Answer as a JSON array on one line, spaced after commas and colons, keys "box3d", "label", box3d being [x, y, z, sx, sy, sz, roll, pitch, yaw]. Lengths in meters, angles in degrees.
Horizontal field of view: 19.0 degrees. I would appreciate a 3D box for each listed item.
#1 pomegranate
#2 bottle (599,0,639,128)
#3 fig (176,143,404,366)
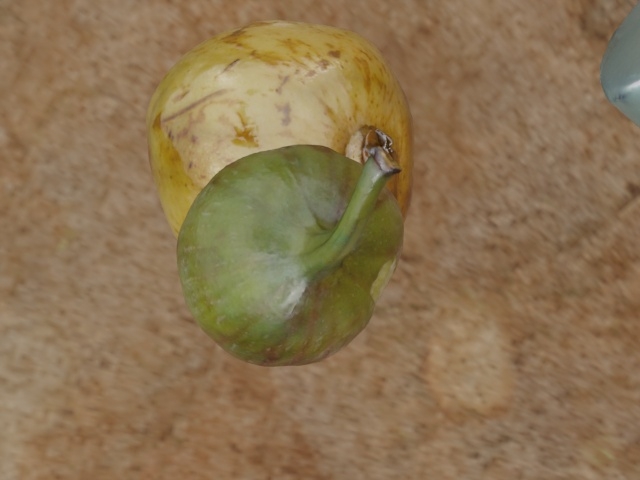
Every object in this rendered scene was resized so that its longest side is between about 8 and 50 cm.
[{"box3d": [-0.020, -0.066, 1.456, 0.215, 0.215, 0.215, -4, 78, 18], "label": "pomegranate"}, {"box3d": [0.242, -0.005, 0.805, 0.286, 0.082, 0.082, 39, 94, -17], "label": "bottle"}, {"box3d": [0.000, 0.000, 1.145, 0.149, 0.245, 0.149, 2, 81, -15], "label": "fig"}]
